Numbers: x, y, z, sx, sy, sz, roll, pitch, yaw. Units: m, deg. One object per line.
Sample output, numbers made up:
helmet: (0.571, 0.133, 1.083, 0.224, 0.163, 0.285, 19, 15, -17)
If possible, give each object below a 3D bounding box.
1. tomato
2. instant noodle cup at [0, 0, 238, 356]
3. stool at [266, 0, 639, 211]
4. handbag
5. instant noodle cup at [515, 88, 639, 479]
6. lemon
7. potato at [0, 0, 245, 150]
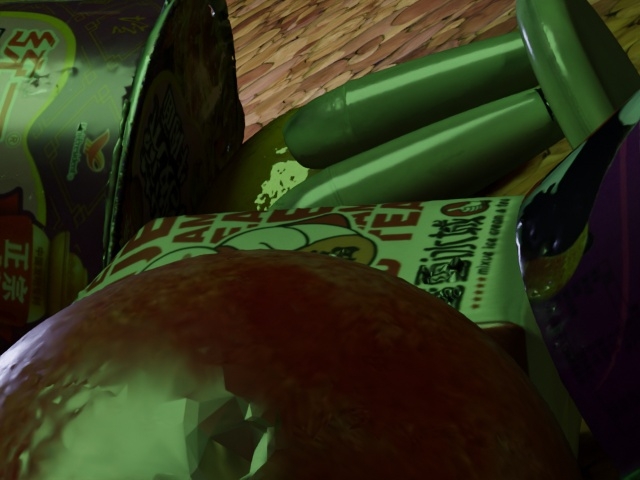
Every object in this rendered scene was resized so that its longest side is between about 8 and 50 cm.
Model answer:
tomato: (-0.025, 0.126, 0.705, 0.265, 0.265, 0.265, -31, 15, 9)
instant noodle cup: (-0.214, -0.022, 1.311, 0.266, 0.340, 0.340, 7, 25, 10)
stool: (0.095, -0.018, 1.089, 0.198, 0.195, 0.195, -30, 19, 15)
handbag: (-0.028, 0.074, 0.956, 0.298, 0.151, 0.171, -2, 23, 13)
instant noodle cup: (0.203, 0.009, 0.724, 0.190, 0.251, 0.251, -36, 12, 26)
lemon: (0.000, 0.000, 1.290, 0.207, 0.170, 0.170, -50, 20, -25)
potato: (-0.326, -0.155, 1.861, 0.442, 0.319, 0.385, -25, -31, -7)
